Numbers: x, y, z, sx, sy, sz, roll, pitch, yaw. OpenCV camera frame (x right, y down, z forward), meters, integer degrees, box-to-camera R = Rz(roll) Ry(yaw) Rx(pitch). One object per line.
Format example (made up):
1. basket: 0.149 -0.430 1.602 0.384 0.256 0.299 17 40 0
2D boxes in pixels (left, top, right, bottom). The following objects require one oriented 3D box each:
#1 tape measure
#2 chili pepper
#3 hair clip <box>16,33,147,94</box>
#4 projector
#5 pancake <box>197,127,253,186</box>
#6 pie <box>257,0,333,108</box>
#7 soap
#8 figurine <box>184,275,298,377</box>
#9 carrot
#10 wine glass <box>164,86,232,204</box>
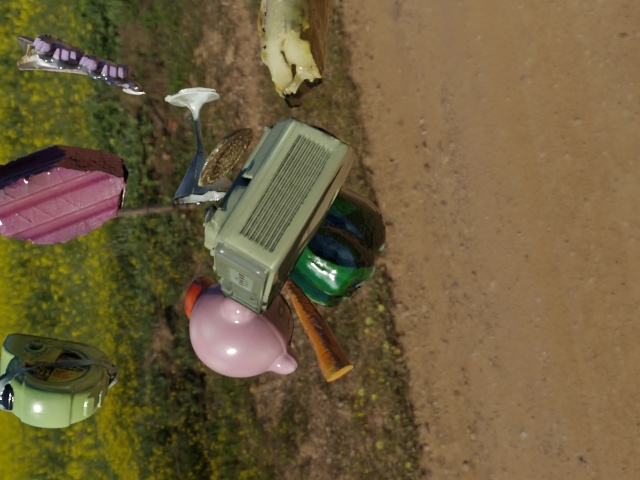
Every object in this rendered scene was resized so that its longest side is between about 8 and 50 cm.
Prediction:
1. tape measure: -0.447 0.239 1.148 0.175 0.200 0.106 -105 29 -63
2. chili pepper: 0.000 0.000 1.491 0.248 0.257 0.233 -56 5 41
3. hair clip: -0.485 -0.351 1.370 0.106 0.292 0.084 -60 -14 -73
4. projector: -0.043 -0.030 0.719 0.193 0.088 0.269 -60 -2 -15
5. pancake: -0.133 -0.116 0.955 0.011 0.115 0.115 41 140 8
6. pie: -0.020 -0.276 0.696 0.128 0.068 0.282 59 -154 -62
7. soap: -0.544 -0.101 1.437 0.182 0.289 0.112 75 171 -45
8. figurine: -0.124 0.137 1.089 0.173 0.173 0.173 18 110 61
9. carrot: -0.015 0.158 1.273 0.224 0.057 0.057 58 143 29
10. wine glass: -0.258 -0.201 1.459 0.156 0.156 0.232 -13 85 63
